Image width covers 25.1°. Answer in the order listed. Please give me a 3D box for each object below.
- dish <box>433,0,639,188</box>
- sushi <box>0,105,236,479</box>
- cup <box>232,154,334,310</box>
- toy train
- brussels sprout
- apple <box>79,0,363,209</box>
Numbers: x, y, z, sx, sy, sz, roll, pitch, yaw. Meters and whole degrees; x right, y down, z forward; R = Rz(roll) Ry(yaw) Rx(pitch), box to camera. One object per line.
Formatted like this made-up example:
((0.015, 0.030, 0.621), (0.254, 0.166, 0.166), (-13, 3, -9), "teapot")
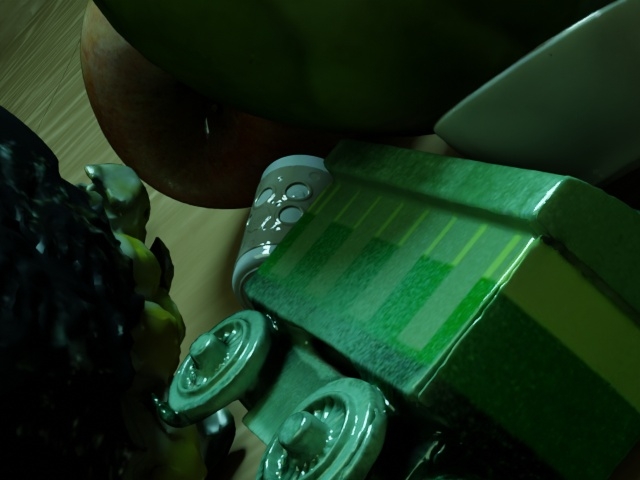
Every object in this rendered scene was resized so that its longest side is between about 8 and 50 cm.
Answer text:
((0.148, -0.068, 0.679), (0.190, 0.066, 0.191), (-28, -6, -3), "dish")
((-0.208, 0.121, 0.915), (0.328, 0.285, 0.329), (-52, 41, 15), "sushi")
((-0.001, 0.005, 0.945), (0.074, 0.102, 0.099), (94, -171, -45), "cup")
((0.040, 0.058, 0.678), (0.202, 0.120, 0.301), (-51, 20, -7), "toy train")
((0.007, -0.213, 0.789), (0.315, 0.371, 0.276), (-28, -32, -61), "brussels sprout")
((-0.055, -0.152, 1.084), (0.253, 0.253, 0.253), (-43, 22, 22), "apple")
